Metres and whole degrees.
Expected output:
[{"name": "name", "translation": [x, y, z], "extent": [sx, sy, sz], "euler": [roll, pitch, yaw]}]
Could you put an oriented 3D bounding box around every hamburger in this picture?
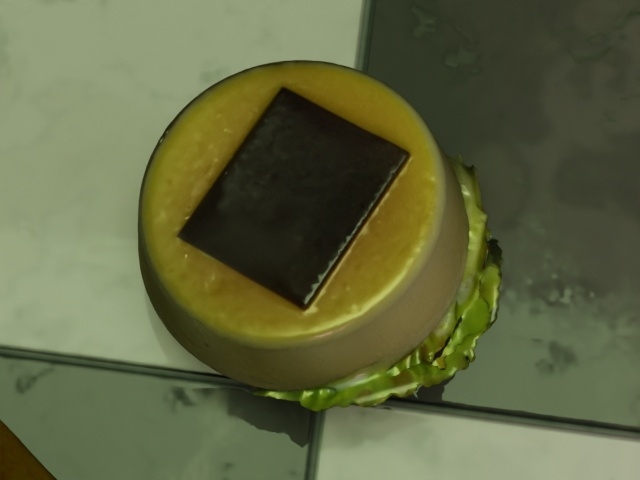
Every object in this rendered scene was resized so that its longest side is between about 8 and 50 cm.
[{"name": "hamburger", "translation": [0.000, 0.000, 0.634], "extent": [0.141, 0.081, 0.126], "euler": [13, 71, 13]}]

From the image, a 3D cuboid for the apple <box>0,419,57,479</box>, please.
[{"name": "apple", "translation": [-0.144, 0.123, 0.544], "extent": [0.182, 0.182, 0.155], "euler": [36, 59, 7]}]
